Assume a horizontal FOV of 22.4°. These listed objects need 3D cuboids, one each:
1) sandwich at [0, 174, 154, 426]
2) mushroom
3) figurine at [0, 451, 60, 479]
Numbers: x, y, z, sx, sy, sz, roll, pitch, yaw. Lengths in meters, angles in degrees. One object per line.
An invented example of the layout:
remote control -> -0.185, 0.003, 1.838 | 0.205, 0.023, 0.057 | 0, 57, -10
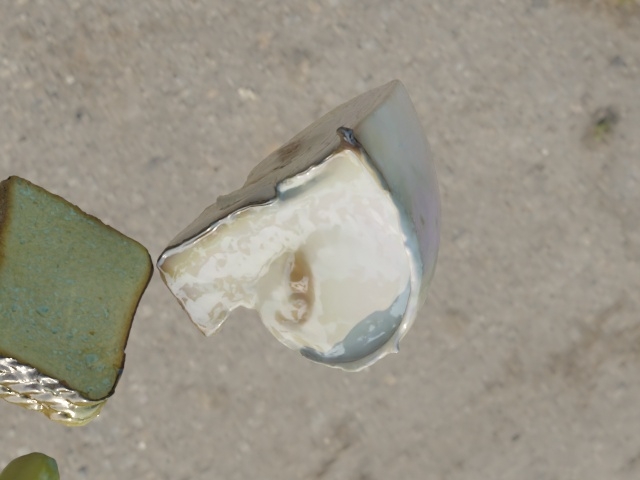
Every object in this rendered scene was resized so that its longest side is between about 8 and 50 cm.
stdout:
sandwich -> -0.263, 0.058, 1.553 | 0.186, 0.214, 0.065 | 29, 134, -21
mushroom -> 0.019, -0.005, 1.227 | 0.236, 0.162, 0.173 | -28, -170, 38
figurine -> -0.301, 0.234, 1.014 | 0.218, 0.327, 0.169 | -26, 100, -43
